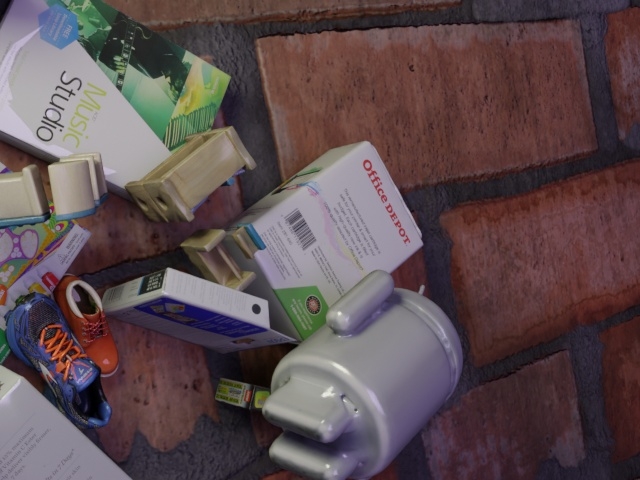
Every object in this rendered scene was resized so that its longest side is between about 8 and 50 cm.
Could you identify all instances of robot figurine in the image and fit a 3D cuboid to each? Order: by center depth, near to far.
[{"bbox_3d":[0.070,0.193,1.179,0.353,0.200,0.299,-33,129,-46],"label":"robot figurine"}]

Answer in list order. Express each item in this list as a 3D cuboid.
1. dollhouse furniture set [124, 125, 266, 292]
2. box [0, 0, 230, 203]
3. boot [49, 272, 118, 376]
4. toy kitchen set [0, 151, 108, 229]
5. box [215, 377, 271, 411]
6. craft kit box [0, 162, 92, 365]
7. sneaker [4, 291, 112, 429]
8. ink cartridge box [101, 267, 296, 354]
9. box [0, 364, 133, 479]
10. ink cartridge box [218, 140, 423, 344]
[{"bbox_3d":[-0.150,-0.041,1.149,0.129,0.129,0.183,-44,115,-26],"label":"dollhouse furniture set"},{"bbox_3d":[-0.303,-0.201,1.160,0.322,0.058,0.232,27,74,-31],"label":"box"},{"bbox_3d":[-0.313,0.119,1.126,0.059,0.085,0.157,-33,107,-31],"label":"boot"},{"bbox_3d":[-0.373,-0.033,1.018,0.207,0.166,0.122,-6,101,-6],"label":"toy kitchen set"},{"bbox_3d":[-0.044,0.254,1.276,0.207,0.114,0.036,20,77,-31],"label":"box"},{"bbox_3d":[-0.449,0.020,1.029,0.247,0.061,0.249,43,66,-35],"label":"craft kit box"},{"bbox_3d":[-0.328,0.159,1.079,0.083,0.087,0.221,-48,132,-39],"label":"sneaker"},{"bbox_3d":[-0.168,0.102,1.146,0.208,0.206,0.045,24,65,-30],"label":"ink cartridge box"},{"bbox_3d":[-0.355,0.331,1.005,0.215,0.168,0.345,-49,124,-24],"label":"box"},{"bbox_3d":[0.000,0.000,1.312,0.278,0.117,0.201,-38,108,-28],"label":"ink cartridge box"}]
